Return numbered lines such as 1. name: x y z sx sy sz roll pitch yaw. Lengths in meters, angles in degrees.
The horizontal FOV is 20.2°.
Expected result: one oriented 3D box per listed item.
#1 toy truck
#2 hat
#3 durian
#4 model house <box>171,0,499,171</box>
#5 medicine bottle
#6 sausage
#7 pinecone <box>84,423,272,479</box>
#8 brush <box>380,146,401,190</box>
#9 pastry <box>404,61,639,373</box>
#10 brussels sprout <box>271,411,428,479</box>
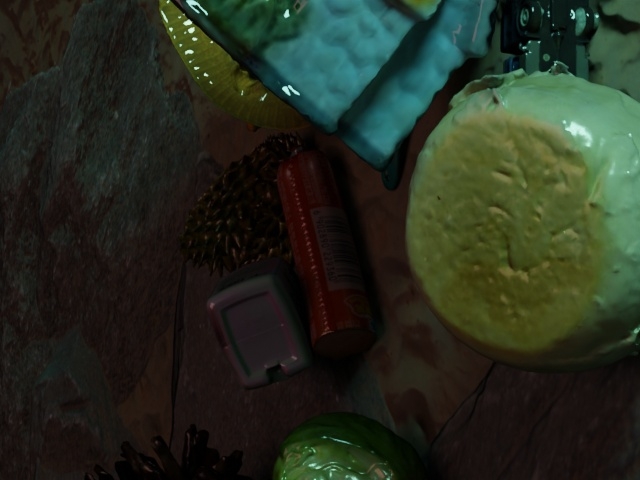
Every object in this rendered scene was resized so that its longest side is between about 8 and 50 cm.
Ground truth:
1. toy truck: 0.205 -0.129 1.636 0.088 0.074 0.202 155 116 -70
2. hat: -0.094 -0.228 2.121 0.233 0.244 0.233 150 130 -75
3. durian: -0.089 -0.032 2.170 0.139 0.144 0.252 -82 10 -50
4. model house: 0.067 -0.290 1.608 0.339 0.297 0.360 -46 3 13
5. medicine bottle: -0.061 0.086 2.022 0.188 0.094 0.119 -72 -40 -80
6. sausage: 0.000 0.000 2.006 0.074 0.074 0.274 -53 42 46
7. pinecone: -0.160 0.362 2.075 0.298 0.242 0.296 16 103 57
8. brush: 0.084 -0.149 1.924 0.043 0.032 0.193 26 120 57
9. pastry: 0.191 -0.016 1.503 0.265 0.133 0.265 12 109 41
10. brussels sprout: 0.040 0.252 1.816 0.131 0.183 0.145 -55 -11 4
